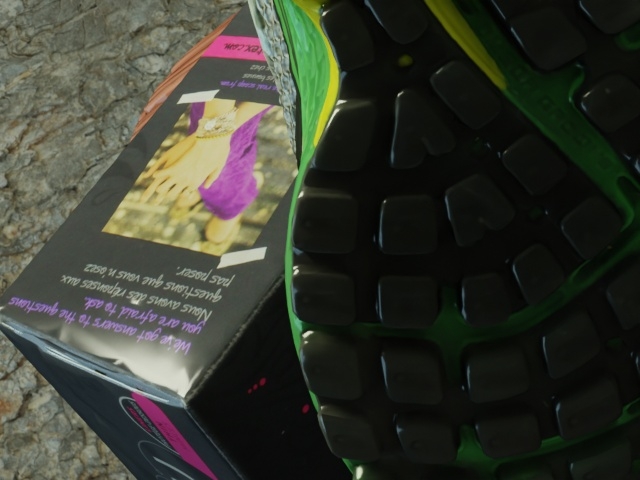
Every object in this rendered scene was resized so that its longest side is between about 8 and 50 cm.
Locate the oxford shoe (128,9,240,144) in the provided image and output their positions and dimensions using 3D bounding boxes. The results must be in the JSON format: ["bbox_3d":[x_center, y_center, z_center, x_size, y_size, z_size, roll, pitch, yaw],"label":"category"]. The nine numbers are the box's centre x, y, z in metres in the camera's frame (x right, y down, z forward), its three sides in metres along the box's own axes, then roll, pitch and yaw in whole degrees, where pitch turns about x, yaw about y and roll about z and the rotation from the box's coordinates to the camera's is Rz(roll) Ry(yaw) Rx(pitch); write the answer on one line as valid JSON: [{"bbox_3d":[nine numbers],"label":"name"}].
[{"bbox_3d":[0.009,-0.104,0.931,0.146,0.140,0.397,51,-136,-17],"label":"oxford shoe"}]

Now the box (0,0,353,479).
[{"bbox_3d":[0.000,0.000,0.734,0.143,0.270,0.165,19,153,39],"label":"box"}]

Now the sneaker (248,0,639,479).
[{"bbox_3d":[0.045,-0.059,0.394,0.146,0.134,0.344,-80,-26,-70],"label":"sneaker"}]
